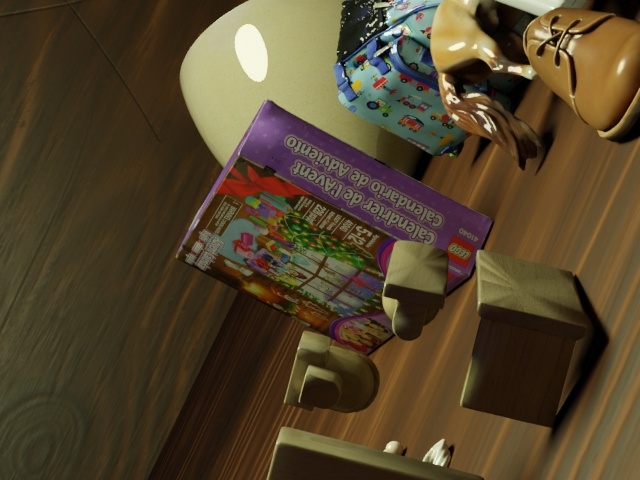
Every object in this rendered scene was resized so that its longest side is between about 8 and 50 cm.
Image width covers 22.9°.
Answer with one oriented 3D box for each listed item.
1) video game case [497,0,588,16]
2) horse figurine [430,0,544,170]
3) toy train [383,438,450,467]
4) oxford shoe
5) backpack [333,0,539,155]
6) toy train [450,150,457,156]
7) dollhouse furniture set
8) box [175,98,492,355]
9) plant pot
[{"bbox_3d":[0.170,-0.256,1.170,0.183,0.023,0.201,-52,39,-4],"label":"video game case"},{"bbox_3d":[0.150,-0.184,1.199,0.174,0.066,0.263,4,66,49],"label":"horse figurine"},{"bbox_3d":[0.029,0.177,1.056,0.125,0.046,0.166,-66,6,-19],"label":"toy train"},{"bbox_3d":[0.167,-0.112,0.991,0.076,0.076,0.212,-61,8,4],"label":"oxford shoe"},{"bbox_3d":[0.115,-0.171,1.357,0.173,0.158,0.117,-31,39,46],"label":"backpack"},{"bbox_3d":[0.124,-0.100,1.544,0.017,0.024,0.083,-62,7,15],"label":"toy train"},{"bbox_3d":[0.056,0.085,0.887,0.123,0.144,0.151,-67,-9,-76],"label":"dollhouse furniture set"},{"bbox_3d":[0.000,0.000,1.325,0.057,0.201,0.293,-65,6,-21],"label":"box"},{"bbox_3d":[0.006,-0.123,1.714,0.284,0.284,0.191,125,135,-54],"label":"plant pot"}]
